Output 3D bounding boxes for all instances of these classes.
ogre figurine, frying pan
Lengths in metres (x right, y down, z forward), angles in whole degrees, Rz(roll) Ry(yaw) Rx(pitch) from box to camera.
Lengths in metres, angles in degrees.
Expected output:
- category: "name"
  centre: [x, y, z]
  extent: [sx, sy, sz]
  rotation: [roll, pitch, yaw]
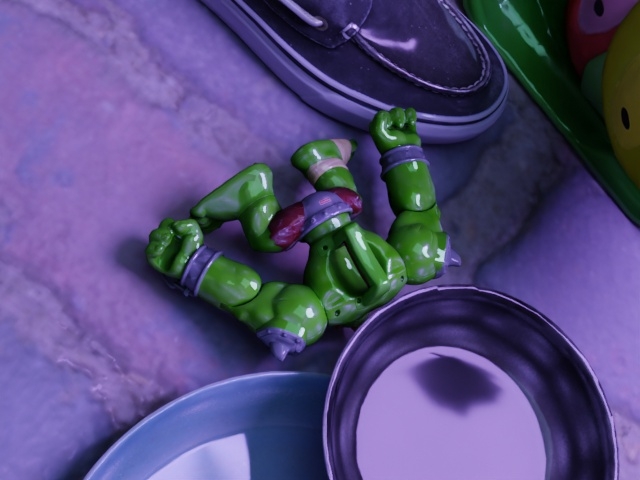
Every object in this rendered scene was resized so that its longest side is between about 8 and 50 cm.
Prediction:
- category: "ogre figurine"
  centre: [0.000, 0.000, 0.813]
  extent: [0.197, 0.097, 0.118]
  rotation: [-19, 67, -37]
- category: "frying pan"
  centre: [0.129, 0.175, 0.774]
  extent: [0.197, 0.053, 0.326]
  rotation: [-36, 88, -28]

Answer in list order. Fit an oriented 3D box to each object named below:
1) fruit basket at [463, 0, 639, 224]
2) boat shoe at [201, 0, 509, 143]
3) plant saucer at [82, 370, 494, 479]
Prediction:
- category: "fruit basket"
  centre: [0.261, -0.147, 0.810]
  extent: [0.392, 0.392, 0.283]
  rotation: [-37, 87, -27]
- category: "boat shoe"
  centre: [-0.006, -0.184, 0.862]
  extent: [0.335, 0.119, 0.121]
  rotation: [32, 63, -7]
- category: "plant saucer"
  centre: [-0.014, 0.235, 0.751]
  extent: [0.318, 0.044, 0.317]
  rotation: [7, 70, -19]
